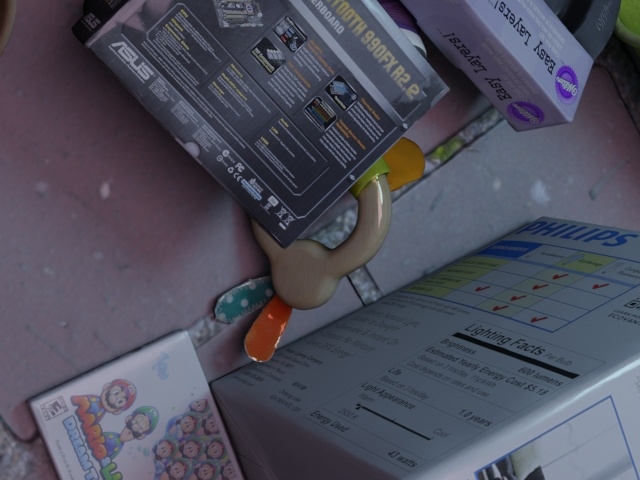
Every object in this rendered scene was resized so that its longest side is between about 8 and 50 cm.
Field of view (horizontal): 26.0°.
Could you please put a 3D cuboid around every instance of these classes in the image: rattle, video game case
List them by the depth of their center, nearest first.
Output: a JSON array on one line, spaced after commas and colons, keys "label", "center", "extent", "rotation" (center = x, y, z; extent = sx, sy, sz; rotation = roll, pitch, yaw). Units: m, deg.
[{"label": "video game case", "center": [-0.148, 0.172, 1.144], "extent": [0.143, 0.019, 0.157], "rotation": [-25, 104, -22]}, {"label": "rattle", "center": [0.000, 0.000, 1.196], "extent": [0.130, 0.143, 0.200], "rotation": [18, 103, 6]}]

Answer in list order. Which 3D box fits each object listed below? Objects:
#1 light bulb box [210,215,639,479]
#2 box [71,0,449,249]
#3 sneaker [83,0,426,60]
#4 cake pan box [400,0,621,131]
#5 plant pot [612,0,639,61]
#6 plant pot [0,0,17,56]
[{"label": "light bulb box", "center": [0.163, 0.163, 1.104], "extent": [0.361, 0.358, 0.225], "rotation": [-25, 106, -20]}, {"label": "box", "center": [-0.041, -0.135, 1.041], "extent": [0.183, 0.056, 0.231], "rotation": [-45, 118, -1]}, {"label": "sneaker", "center": [-0.056, -0.199, 1.134], "extent": [0.283, 0.107, 0.124], "rotation": [3, 69, -22]}, {"label": "cake pan box", "center": [0.161, -0.261, 1.174], "extent": [0.267, 0.070, 0.246], "rotation": [43, 61, -35]}, {"label": "plant pot", "center": [0.434, -0.143, 1.282], "extent": [0.276, 0.276, 0.254], "rotation": [-35, 119, -19]}, {"label": "plant pot", "center": [-0.339, -0.169, 0.952], "extent": [0.237, 0.237, 0.110], "rotation": [-22, 62, -22]}]
